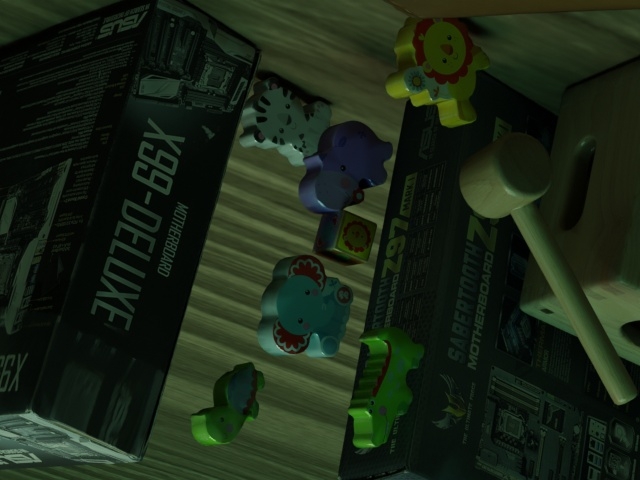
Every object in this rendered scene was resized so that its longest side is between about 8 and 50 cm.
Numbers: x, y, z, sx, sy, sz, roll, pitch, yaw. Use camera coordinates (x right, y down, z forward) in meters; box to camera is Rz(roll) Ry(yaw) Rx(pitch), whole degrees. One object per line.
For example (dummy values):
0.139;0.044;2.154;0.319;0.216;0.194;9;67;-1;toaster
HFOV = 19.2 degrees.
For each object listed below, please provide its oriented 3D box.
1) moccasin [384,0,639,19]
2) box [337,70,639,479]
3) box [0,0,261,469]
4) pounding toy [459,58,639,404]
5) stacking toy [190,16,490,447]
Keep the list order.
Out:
0.130;-0.158;0.628;0.380;0.139;0.147;6;168;44;moccasin
0.111;0.051;1.003;0.183;0.232;0.059;28;149;-32;box
-0.186;0.007;1.074;0.076;0.242;0.307;30;153;-36;box
0.143;0.004;0.937;0.206;0.181;0.094;24;157;-24;pounding toy
0.000;0.000;0.975;0.052;0.221;0.167;23;162;-27;stacking toy
